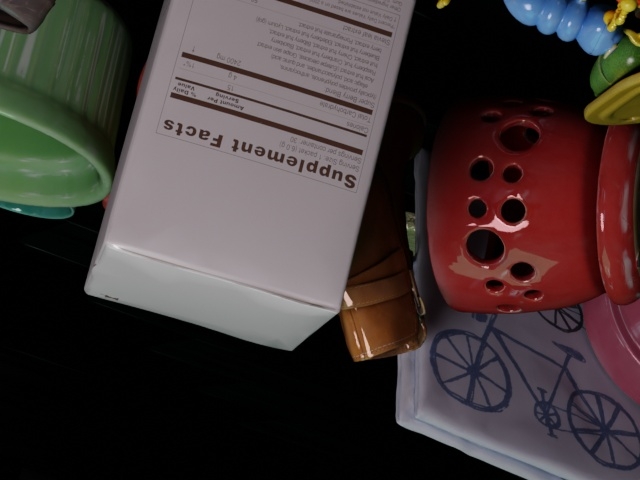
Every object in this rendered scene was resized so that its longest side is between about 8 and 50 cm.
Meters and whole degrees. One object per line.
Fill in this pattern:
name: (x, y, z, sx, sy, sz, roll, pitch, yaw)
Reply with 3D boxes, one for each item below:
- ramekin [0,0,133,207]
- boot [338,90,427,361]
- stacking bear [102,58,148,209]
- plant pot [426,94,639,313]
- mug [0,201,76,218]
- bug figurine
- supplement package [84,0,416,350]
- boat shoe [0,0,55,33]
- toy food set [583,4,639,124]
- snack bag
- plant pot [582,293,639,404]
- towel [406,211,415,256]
ramekin: (-0.314, -0.153, 1.635, 0.303, 0.148, 0.303, 13, 164, 4)
boot: (0.053, -0.012, 1.576, 0.109, 0.220, 0.283, -24, 176, 18)
stacking bear: (-0.104, -0.092, 1.664, 0.175, 0.164, 0.289, 48, 162, 19)
plant pot: (0.199, -0.028, 1.560, 0.174, 0.191, 0.191, 4, 162, 22)
mug: (-0.325, -0.095, 1.943, 0.157, 0.097, 0.129, 18, 165, -12)
bug figurine: (0.121, -0.182, 1.174, 0.216, 0.072, 0.279, 23, 178, 5)
supplement package: (-0.050, -0.089, 1.359, 0.175, 0.293, 0.177, 16, 165, -9)
boat shoe: (-0.357, -0.245, 1.380, 0.355, 0.130, 0.132, 13, 164, 2)
toy food set: (0.267, -0.144, 1.339, 0.128, 0.071, 0.218, -7, 171, -14)
snack bag: (0.206, 0.087, 1.729, 0.323, 0.342, 0.037, 23, 135, -23)
plant pot: (0.372, 0.048, 1.700, 0.201, 0.201, 0.180, 18, 149, -13)
towel: (0.119, -0.004, 2.011, 0.148, 0.027, 0.110, 11, 164, 17)
